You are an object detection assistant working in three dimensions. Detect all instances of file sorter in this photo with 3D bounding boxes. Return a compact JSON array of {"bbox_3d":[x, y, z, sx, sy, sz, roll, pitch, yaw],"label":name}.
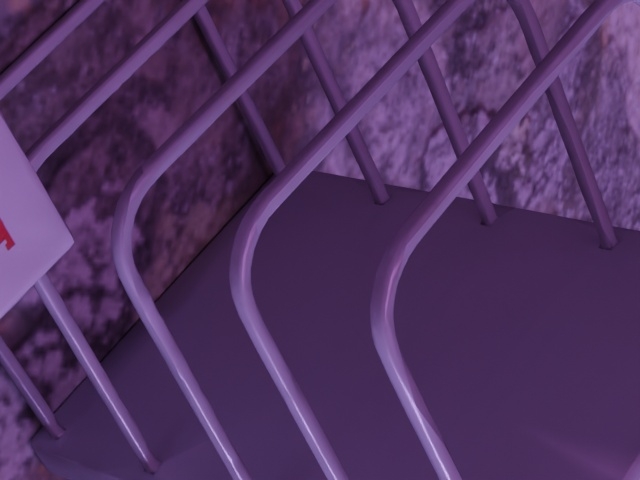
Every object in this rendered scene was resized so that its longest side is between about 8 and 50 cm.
[{"bbox_3d":[0.000,0.000,0.745,0.193,0.278,0.173,-48,130,-28],"label":"file sorter"}]

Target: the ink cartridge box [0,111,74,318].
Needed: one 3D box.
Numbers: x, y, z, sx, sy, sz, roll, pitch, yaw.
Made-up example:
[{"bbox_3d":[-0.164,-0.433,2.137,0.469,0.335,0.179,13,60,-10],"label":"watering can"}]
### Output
[{"bbox_3d":[-0.235,0.008,0.593,0.273,0.114,0.197,-49,133,-28],"label":"ink cartridge box"}]
